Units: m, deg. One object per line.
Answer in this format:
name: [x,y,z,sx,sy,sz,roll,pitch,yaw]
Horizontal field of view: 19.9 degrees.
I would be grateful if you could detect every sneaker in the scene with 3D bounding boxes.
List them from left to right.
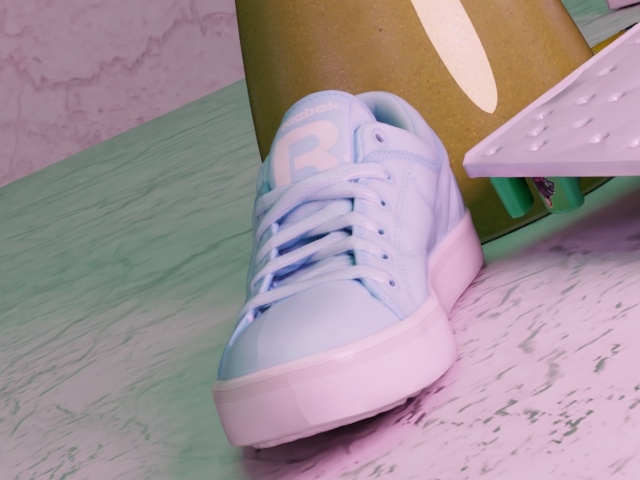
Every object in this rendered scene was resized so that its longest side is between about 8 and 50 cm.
sneaker: [0.000,0.000,1.026,0.135,0.150,0.366,-21,10,13]

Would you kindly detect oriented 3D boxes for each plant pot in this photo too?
plant pot: [0.051,-0.156,1.319,0.275,0.293,0.275,-22,10,4]

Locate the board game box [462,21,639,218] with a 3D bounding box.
board game box: [0.330,-0.129,1.053,0.390,0.050,0.390,-37,18,-23]

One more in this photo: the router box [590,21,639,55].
router box: [0.289,-0.153,1.492,0.133,0.046,0.179,-31,13,-36]

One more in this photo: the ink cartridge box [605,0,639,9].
ink cartridge box: [0.393,-0.360,2.025,0.092,0.158,0.218,-30,12,-33]
